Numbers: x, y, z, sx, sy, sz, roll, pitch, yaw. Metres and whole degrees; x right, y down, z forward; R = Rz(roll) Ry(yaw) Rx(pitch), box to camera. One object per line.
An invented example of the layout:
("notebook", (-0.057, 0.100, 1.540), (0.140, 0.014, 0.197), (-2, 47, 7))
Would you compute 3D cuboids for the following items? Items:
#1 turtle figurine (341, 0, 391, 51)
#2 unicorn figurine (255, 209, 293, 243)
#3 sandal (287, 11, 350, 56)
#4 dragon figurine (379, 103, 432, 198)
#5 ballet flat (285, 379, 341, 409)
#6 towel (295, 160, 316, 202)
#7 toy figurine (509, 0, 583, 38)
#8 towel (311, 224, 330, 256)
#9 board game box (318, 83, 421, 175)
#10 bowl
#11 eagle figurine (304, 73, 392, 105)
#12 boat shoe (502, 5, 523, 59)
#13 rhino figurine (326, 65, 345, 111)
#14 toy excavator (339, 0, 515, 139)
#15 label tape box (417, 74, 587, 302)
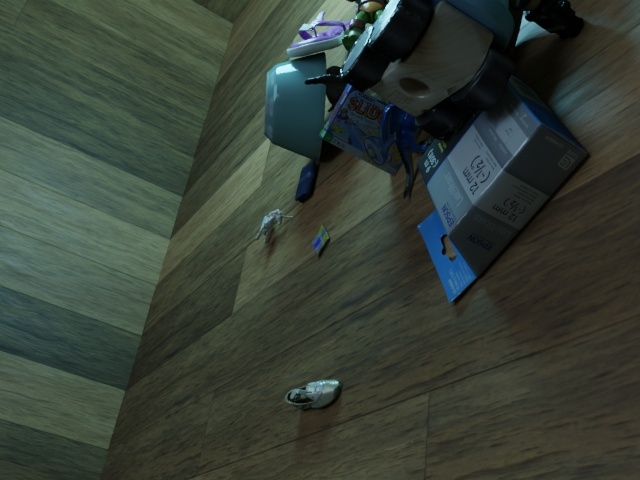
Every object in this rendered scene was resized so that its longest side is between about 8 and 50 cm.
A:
("turtle figurine", (0.143, -0.666, 1.995), (0.275, 0.198, 0.266), (-35, 42, 55))
("unicorn figurine", (-0.155, -0.046, 2.191), (0.111, 0.060, 0.162), (-65, 23, 2))
("sandal", (0.003, -0.609, 2.108), (0.170, 0.102, 0.416), (-11, 18, 22))
("dragon figurine", (0.170, -0.246, 1.555), (0.085, 0.144, 0.289), (-96, 21, -74))
("ballet flat", (-0.021, 0.330, 1.546), (0.168, 0.052, 0.057), (-36, 37, 49))
("towel", (-0.039, -0.171, 2.106), (0.067, 0.029, 0.119), (-32, 39, 52))
("toy figurine", (0.427, -0.491, 1.272), (0.213, 0.148, 0.209), (-45, 30, 40))
("towel", (0.000, 0.000, 1.880), (0.060, 0.009, 0.083), (-58, 24, 19))
("board game box", (0.116, -0.248, 1.632), (0.136, 0.201, 0.035), (-60, 24, 13))
("bowl", (-0.077, -0.386, 2.075), (0.311, 0.163, 0.311), (-178, 90, -86))
("eagle figurine", (0.145, -0.371, 1.693), (0.298, 0.226, 0.225), (-37, -7, 21))
("boat shoe", (0.329, -0.336, 1.404), (0.104, 0.111, 0.307), (45, 118, 62))
("rhino figurine", (0.058, -0.410, 2.034), (0.073, 0.106, 0.243), (-50, 27, 33))
("toy excavator", (0.220, -0.424, 1.336), (0.445, 0.222, 0.433), (-64, 13, -15))
("label tape box", (0.268, -0.101, 1.275), (0.347, 0.115, 0.249), (-52, 26, 25))
